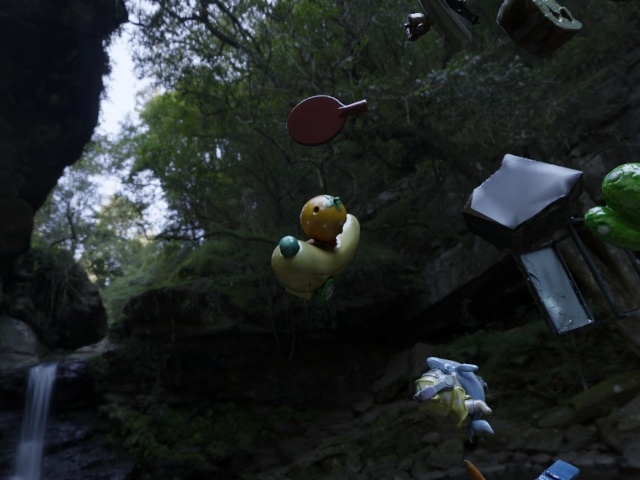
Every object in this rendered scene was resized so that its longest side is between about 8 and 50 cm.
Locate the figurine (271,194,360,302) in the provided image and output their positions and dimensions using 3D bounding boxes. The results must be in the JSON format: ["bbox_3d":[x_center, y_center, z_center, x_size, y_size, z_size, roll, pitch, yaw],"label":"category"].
[{"bbox_3d":[0.000,0.000,1.006,0.124,0.222,0.324,14,31,26],"label":"figurine"}]

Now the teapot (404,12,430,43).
[{"bbox_3d":[0.306,-0.658,1.337,0.080,0.110,0.085,-9,-58,-5],"label":"teapot"}]

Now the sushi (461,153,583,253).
[{"bbox_3d":[0.570,-0.078,1.207,0.227,0.215,0.212,-50,-45,-11],"label":"sushi"}]

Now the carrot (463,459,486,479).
[{"bbox_3d":[0.344,0.527,0.854,0.048,0.216,0.048,-31,1,0],"label":"carrot"}]

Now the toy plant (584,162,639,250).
[{"bbox_3d":[0.701,-0.050,0.819,0.184,0.316,0.224,2,-62,-50],"label":"toy plant"}]

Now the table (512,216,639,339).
[{"bbox_3d":[0.874,0.114,1.429,0.222,0.335,0.272,-8,-22,-25],"label":"table"}]

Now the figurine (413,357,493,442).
[{"bbox_3d":[0.318,0.373,1.023,0.184,0.208,0.128,-13,-33,-25],"label":"figurine"}]

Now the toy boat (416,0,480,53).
[{"bbox_3d":[0.347,-0.659,1.192,0.141,0.269,0.141,-28,13,7],"label":"toy boat"}]

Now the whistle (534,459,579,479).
[{"bbox_3d":[0.557,0.600,1.026,0.158,0.090,0.090,-5,-23,-37],"label":"whistle"}]

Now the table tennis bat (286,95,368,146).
[{"bbox_3d":[0.022,-0.455,1.587,0.310,0.200,0.038,-13,-17,10],"label":"table tennis bat"}]

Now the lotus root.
[{"bbox_3d":[0.607,-0.633,1.224,0.138,0.235,0.119,-29,-15,-32],"label":"lotus root"}]
